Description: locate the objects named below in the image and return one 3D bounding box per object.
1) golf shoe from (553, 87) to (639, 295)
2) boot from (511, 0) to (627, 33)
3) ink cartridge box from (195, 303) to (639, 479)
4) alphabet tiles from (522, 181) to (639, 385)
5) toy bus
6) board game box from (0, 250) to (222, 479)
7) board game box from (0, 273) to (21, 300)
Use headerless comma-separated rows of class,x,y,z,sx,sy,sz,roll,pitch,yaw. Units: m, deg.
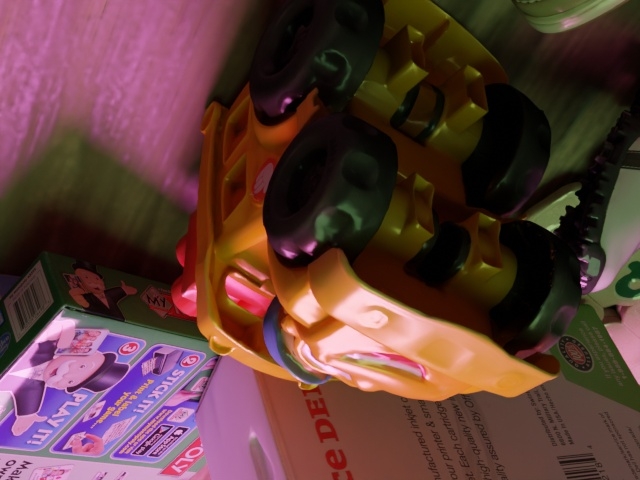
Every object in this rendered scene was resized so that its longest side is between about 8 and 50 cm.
golf shoe,0.189,-0.030,0.561,0.094,0.198,0.077,33,142,10
boot,0.121,-0.204,0.450,0.165,0.077,0.213,25,120,-34
ink cartridge box,0.080,0.148,0.659,0.273,0.198,0.115,1,137,-27
alphabet tiles,0.231,0.034,0.762,0.284,0.021,0.278,-37,131,23
toy bus,0.000,0.000,0.540,0.149,0.220,0.211,29,130,-31
board game box,-0.182,0.146,0.710,0.317,0.046,0.213,-44,143,21
board game box,-0.251,0.101,0.707,0.160,0.039,0.211,10,133,-24
